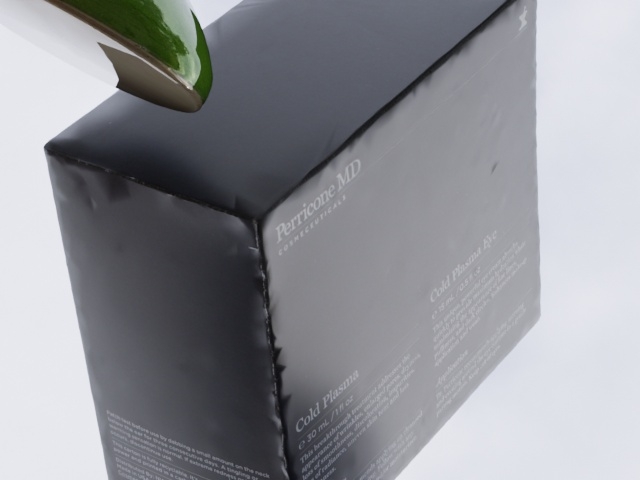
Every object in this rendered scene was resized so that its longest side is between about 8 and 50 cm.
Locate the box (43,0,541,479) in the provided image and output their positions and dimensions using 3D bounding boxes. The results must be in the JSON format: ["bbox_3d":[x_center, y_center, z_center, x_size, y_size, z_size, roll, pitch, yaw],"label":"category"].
[{"bbox_3d":[0.000,0.000,1.351,0.179,0.343,0.312,20,-48,29],"label":"box"}]

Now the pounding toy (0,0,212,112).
[{"bbox_3d":[-0.140,-0.176,1.109,0.183,0.237,0.110,23,-99,35],"label":"pounding toy"}]
